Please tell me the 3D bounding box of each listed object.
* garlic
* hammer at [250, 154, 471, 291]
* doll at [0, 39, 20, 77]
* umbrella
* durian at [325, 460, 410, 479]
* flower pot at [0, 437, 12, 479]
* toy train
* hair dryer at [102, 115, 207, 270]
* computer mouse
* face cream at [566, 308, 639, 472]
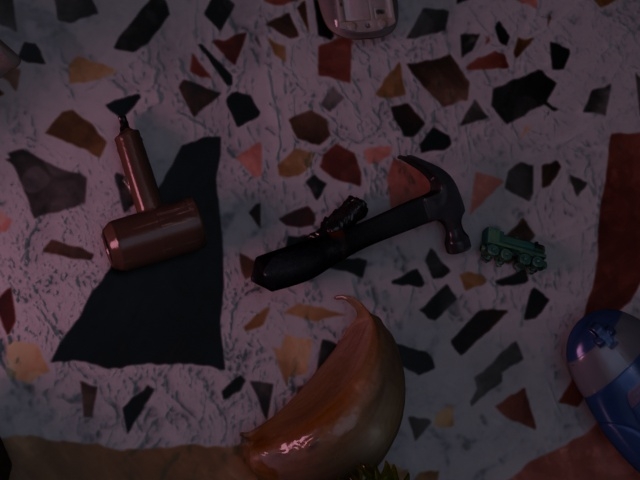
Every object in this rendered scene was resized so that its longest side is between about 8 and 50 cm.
[{"bbox_3d":[0.019,0.194,1.794,0.164,0.145,0.245,29,73,23],"label":"garlic"},{"bbox_3d":[0.046,-0.010,1.823,0.290,0.037,0.137,-21,101,-25],"label":"hammer"},{"bbox_3d":[-0.534,-0.146,1.640,0.348,0.161,0.423,21,113,-20],"label":"doll"},{"bbox_3d":[0.000,0.000,1.846,0.144,0.040,0.037,-42,87,-18],"label":"umbrella"},{"bbox_3d":[0.054,0.412,1.726,0.157,0.169,0.355,0,101,1],"label":"durian"},{"bbox_3d":[-0.448,0.237,1.629,0.084,0.251,0.179,-23,90,23],"label":"flower pot"},{"bbox_3d":[0.242,0.014,1.911,0.092,0.029,0.045,14,64,-16],"label":"toy train"},{"bbox_3d":[-0.213,-0.061,1.797,0.117,0.064,0.181,-17,80,-13],"label":"hair dryer"},{"bbox_3d":[0.041,-0.345,1.895,0.102,0.045,0.199,-8,85,-15],"label":"computer mouse"},{"bbox_3d":[0.409,0.197,1.899,0.149,0.083,0.264,-43,94,-15],"label":"face cream"}]
